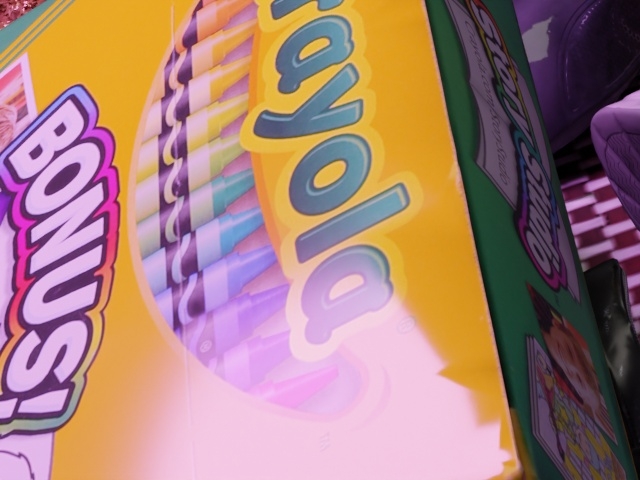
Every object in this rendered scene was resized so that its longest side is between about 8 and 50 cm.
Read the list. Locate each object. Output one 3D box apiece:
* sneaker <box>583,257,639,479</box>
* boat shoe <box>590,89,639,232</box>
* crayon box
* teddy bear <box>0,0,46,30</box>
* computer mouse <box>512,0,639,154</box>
[{"bbox_3d":[0.046,0.065,0.772,0.153,0.101,0.268,-28,28,-17],"label":"sneaker"},{"bbox_3d":[0.233,-0.032,0.796,0.103,0.118,0.320,-34,17,-16],"label":"boat shoe"},{"bbox_3d":[-0.065,0.039,0.694,0.313,0.106,0.363,-31,38,20],"label":"crayon box"},{"bbox_3d":[-0.279,-0.138,1.425,0.338,0.113,0.245,-19,21,10],"label":"teddy bear"},{"bbox_3d":[0.141,-0.126,1.119,0.188,0.072,0.272,-22,18,46],"label":"computer mouse"}]
